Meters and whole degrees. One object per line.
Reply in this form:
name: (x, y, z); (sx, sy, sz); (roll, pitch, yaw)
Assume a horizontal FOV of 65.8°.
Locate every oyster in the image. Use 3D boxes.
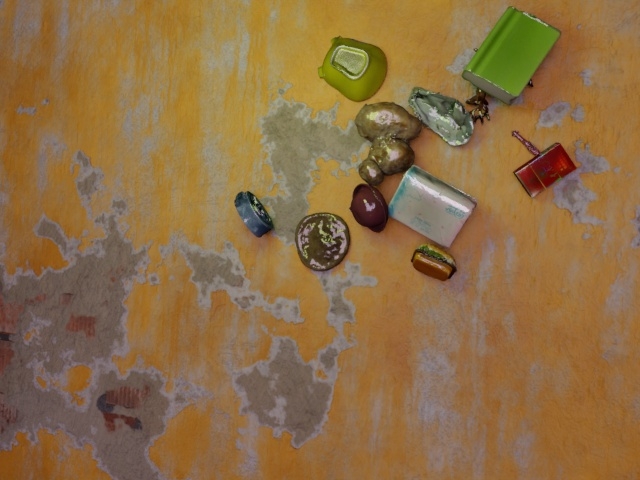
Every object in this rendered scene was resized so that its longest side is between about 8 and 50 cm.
oyster: (0.433, -0.452, 1.799); (0.252, 0.087, 0.199); (13, 115, 31)

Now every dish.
dish: (0.114, -0.665, 1.866); (0.263, 0.108, 0.221); (30, 98, 12)

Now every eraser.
eraser: (0.645, -0.628, 1.682); (0.210, 0.092, 0.274); (33, 88, 7)

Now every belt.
belt: (-0.264, -0.110, 1.962); (0.082, 0.141, 0.190); (-34, 80, 12)

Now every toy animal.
toy animal: (0.617, -0.561, 1.750); (0.244, 0.087, 0.259); (-13, 85, 16)

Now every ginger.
ginger: (0.243, -0.349, 1.812); (0.245, 0.155, 0.303); (2, 86, -1)

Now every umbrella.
umbrella: (0.742, -0.334, 1.754); (0.165, 0.025, 0.027); (45, 119, 11)

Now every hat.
hat: (0.167, -0.113, 1.824); (0.089, 0.205, 0.205); (-27, 83, -24)

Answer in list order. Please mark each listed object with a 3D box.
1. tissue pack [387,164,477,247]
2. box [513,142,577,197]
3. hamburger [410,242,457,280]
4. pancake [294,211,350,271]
tissue pack: (0.394, -0.120, 1.777); (0.271, 0.124, 0.201); (31, 125, 11)
box: (0.777, -0.245, 1.721); (0.175, 0.048, 0.112); (-36, 98, 13)
hamburger: (0.418, 0.072, 1.799); (0.166, 0.137, 0.087); (27, 66, 11)
pancake: (0.000, 0.000, 1.943); (0.242, 0.050, 0.241); (0, 90, 14)
